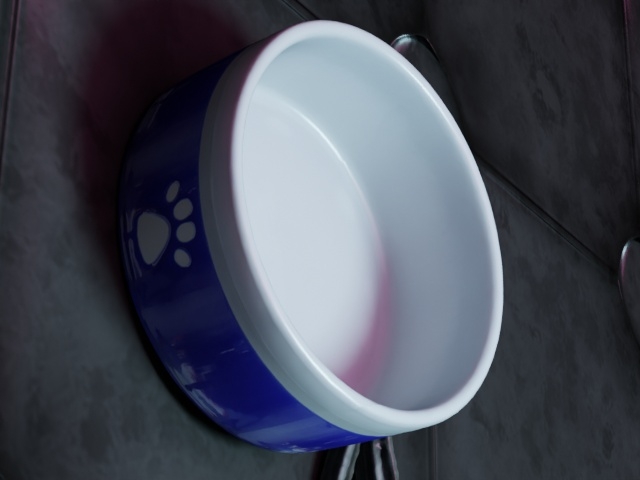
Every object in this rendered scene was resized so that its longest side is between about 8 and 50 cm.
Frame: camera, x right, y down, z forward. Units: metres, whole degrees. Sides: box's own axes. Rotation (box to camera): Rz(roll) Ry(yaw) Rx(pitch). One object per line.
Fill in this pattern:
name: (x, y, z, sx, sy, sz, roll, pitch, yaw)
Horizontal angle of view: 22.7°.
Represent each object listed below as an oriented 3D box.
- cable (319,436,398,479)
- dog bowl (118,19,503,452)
cable: (0.051, 0.094, 1.140, 0.139, 0.072, 0.287, 51, 38, -28)
dog bowl: (0.000, 0.000, 1.021, 0.265, 0.104, 0.264, 25, 56, -43)
